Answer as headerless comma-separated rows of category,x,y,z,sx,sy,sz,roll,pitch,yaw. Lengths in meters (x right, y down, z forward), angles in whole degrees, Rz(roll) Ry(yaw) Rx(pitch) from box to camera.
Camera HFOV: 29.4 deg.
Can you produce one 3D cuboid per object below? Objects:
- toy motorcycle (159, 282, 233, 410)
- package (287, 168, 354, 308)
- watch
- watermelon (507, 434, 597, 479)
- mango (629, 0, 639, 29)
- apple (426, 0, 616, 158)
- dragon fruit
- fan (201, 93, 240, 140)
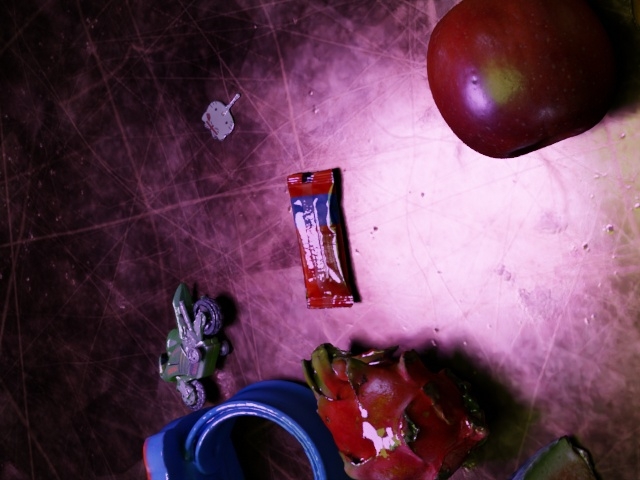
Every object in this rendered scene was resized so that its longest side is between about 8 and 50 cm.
toy motorcycle,-0.201,0.167,1.892,0.106,0.074,0.190,28,115,35
package,0.000,0.000,1.745,0.083,0.022,0.200,-5,97,33
watch,-0.088,0.372,1.778,0.275,0.241,0.305,-16,94,21
watermelon,0.289,0.424,1.560,0.193,0.232,0.310,-29,39,37
mango,0.395,-0.317,1.383,0.105,0.084,0.159,-2,120,18
apple,0.235,-0.202,1.430,0.218,0.218,0.201,-28,87,34
dragon fruit,0.101,0.216,1.652,0.200,0.198,0.269,-29,52,1
fan,-0.143,-0.188,1.809,0.083,0.004,0.056,-45,75,31
